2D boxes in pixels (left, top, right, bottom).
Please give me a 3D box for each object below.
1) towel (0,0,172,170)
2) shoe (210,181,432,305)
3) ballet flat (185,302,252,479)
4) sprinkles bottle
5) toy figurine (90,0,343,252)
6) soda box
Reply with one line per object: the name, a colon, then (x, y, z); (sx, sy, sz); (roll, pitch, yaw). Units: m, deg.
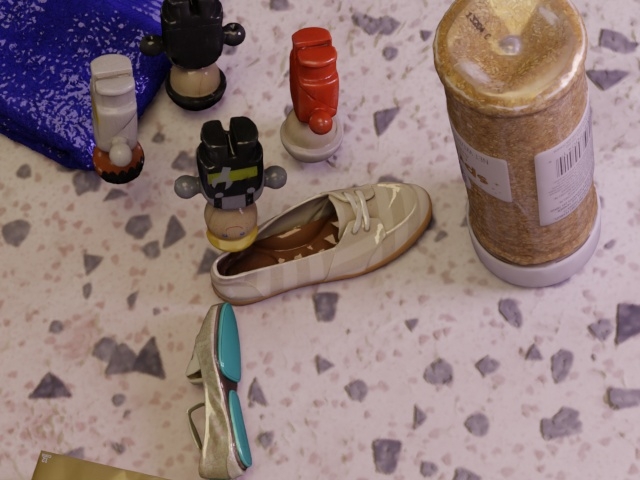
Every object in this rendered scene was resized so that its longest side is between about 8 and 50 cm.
towel: (-0.234, -0.236, 1.930); (0.227, 0.076, 0.308); (25, 73, 20)
shoe: (0.000, 0.000, 1.794); (0.219, 0.058, 0.077); (-23, 65, -1)
ballet flat: (-0.098, 0.134, 1.756); (0.052, 0.057, 0.168); (-14, 64, 14)
sprinkles bottle: (0.171, -0.081, 1.636); (0.121, 0.355, 0.121); (-4, 65, 8)
toy figurine: (-0.099, -0.114, 1.791); (0.213, 0.148, 0.209); (25, 53, 18)
soda box: (-0.164, 0.238, 1.716); (0.181, 0.061, 0.058); (11, 68, 15)
